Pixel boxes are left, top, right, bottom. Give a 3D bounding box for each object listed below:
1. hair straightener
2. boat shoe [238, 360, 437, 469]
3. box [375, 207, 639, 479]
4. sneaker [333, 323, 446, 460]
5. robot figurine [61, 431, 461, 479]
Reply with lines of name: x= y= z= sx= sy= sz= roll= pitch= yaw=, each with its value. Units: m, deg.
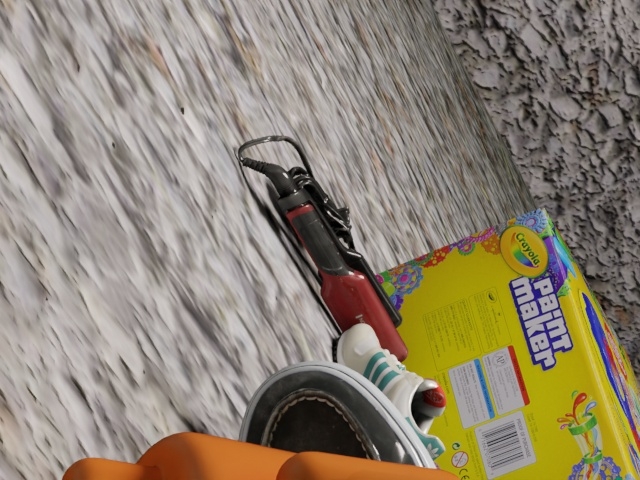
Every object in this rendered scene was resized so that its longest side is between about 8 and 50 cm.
hair straightener: x=0.000 y=0.000 z=1.354 sx=0.230 sy=0.047 sz=0.089 roll=53 pitch=18 yaw=-33
boat shoe: x=0.021 y=0.209 z=0.882 sx=0.119 sy=0.121 sz=0.335 roll=50 pitch=23 yaw=-64
box: x=0.187 y=0.183 z=1.472 sx=0.279 sy=0.177 sz=0.290 roll=53 pitch=19 yaw=-50
sneaker: x=0.057 y=0.116 z=1.286 sx=0.057 sy=0.075 sz=0.161 roll=58 pitch=16 yaw=-34
robot figurine: x=-0.013 y=0.153 z=0.722 sx=0.219 sy=0.158 sz=0.128 roll=15 pitch=3 yaw=-23
